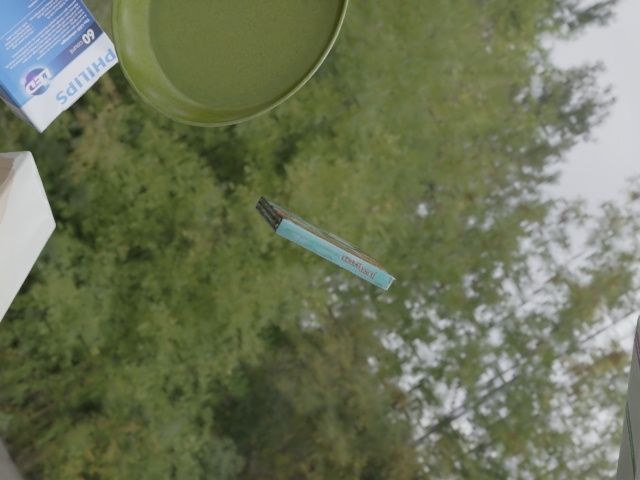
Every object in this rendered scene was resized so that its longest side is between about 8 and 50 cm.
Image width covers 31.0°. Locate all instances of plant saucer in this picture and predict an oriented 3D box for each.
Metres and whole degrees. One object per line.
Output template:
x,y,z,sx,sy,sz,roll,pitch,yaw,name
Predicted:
-0.077,-0.215,1.029,0.241,0.241,0.037,57,16,22,plant saucer

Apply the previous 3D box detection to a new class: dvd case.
0.000,0.000,0.812,0.087,0.013,0.119,28,5,-14,dvd case

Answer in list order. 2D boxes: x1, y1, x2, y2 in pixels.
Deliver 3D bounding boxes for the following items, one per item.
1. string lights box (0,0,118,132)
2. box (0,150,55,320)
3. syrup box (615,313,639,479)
-0.344,-0.257,1.254,0.077,0.133,0.259,31,-19,44,string lights box
-0.443,0.020,1.384,0.311,0.148,0.121,-81,164,-58,box
0.216,0.166,0.654,0.096,0.093,0.237,-64,157,-64,syrup box
